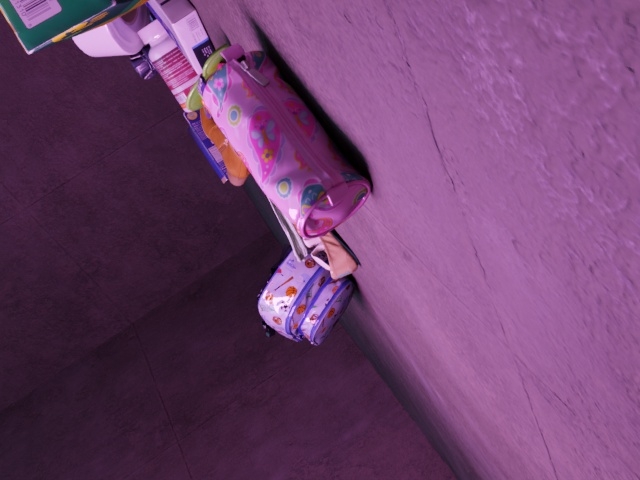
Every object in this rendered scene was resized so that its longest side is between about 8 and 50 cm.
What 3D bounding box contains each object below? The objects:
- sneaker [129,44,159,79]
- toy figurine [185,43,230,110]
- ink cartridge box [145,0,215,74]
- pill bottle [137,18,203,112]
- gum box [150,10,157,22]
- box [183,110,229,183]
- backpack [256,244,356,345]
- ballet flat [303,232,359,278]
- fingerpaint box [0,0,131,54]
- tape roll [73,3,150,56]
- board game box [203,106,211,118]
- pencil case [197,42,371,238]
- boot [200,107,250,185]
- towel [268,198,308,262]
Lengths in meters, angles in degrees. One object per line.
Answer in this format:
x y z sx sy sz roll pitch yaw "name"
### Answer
-0.419 -0.493 1.884 0.086 0.163 0.226 59 172 -18 "sneaker"
-0.147 -0.256 1.329 0.159 0.130 0.173 42 149 4 "toy figurine"
-0.343 -0.523 1.542 0.333 0.065 0.165 52 174 26 "ink cartridge box"
-0.338 -0.433 1.722 0.221 0.121 0.121 58 174 -20 "pill bottle"
-0.442 -0.594 2.118 0.157 0.041 0.184 55 174 5 "gum box"
-0.280 -0.288 2.017 0.225 0.136 0.036 57 149 -1 "box"
-0.042 0.137 1.808 0.213 0.277 0.263 25 171 22 "backpack"
0.000 0.000 1.574 0.232 0.073 0.080 51 174 45 "ballet flat"
-0.433 -0.542 1.066 0.445 0.163 0.371 62 -169 -20 "fingerpaint box"
-0.498 -0.574 1.652 0.286 0.100 0.286 -2 -90 -79 "tape roll"
-0.322 -0.404 1.870 0.133 0.033 0.169 -133 36 -58 "board game box"
-0.053 -0.138 0.975 0.284 0.124 0.124 55 175 22 "pencil case"
-0.241 -0.306 1.887 0.211 0.104 0.295 121 130 -66 "boot"
-0.100 -0.100 1.719 0.325 0.038 0.248 -105 -10 -72 "towel"
